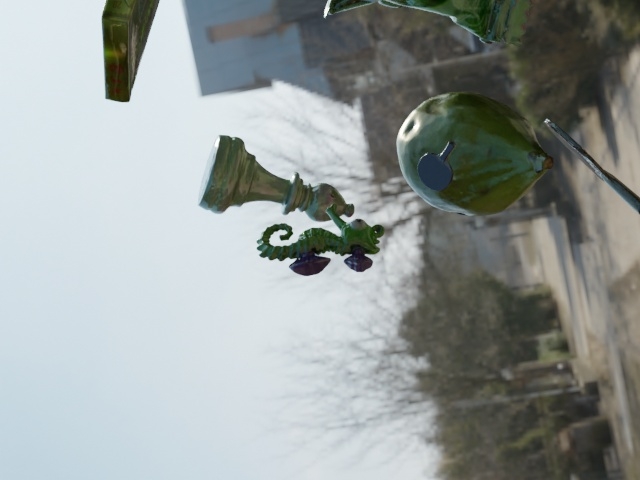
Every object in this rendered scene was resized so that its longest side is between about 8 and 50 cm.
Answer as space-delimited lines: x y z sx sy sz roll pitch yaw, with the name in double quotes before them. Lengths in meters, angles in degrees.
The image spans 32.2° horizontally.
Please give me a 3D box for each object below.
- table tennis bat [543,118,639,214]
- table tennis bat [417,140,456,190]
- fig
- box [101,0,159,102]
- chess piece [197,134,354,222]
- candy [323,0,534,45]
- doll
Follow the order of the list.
"table tennis bat" 0.451 -0.123 1.825 0.234 0.022 0.131 49 -171 34
"table tennis bat" 0.150 -0.096 1.400 0.007 0.050 0.083 -36 -17 -40
"fig" 0.278 -0.129 1.950 0.314 0.233 0.233 56 168 46
"box" -0.268 -0.375 1.641 0.173 0.043 0.311 104 176 -56
"chess piece" -0.069 -0.087 1.941 0.139 0.272 0.139 -165 90 -78
"candy" 0.222 -0.510 2.059 0.172 0.398 0.262 -93 13 -60
"doll" 0.000 0.000 1.621 0.050 0.190 0.115 81 -178 -49
